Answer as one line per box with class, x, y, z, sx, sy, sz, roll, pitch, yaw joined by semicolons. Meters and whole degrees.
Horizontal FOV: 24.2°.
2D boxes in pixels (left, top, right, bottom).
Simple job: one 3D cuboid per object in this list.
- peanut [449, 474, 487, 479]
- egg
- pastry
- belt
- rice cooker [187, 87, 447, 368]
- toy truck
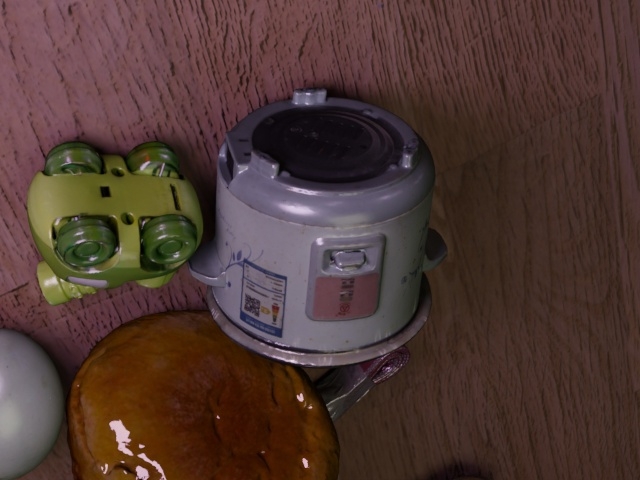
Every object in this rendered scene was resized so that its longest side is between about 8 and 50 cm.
peanut;0.183;0.426;2.279;0.256;0.123;0.124;-8;130;-22
egg;-0.368;0.189;1.708;0.149;0.149;0.192;-6;128;-27
pastry;-0.138;0.241;1.768;0.356;0.356;0.164;-7;157;-27
belt;0.023;0.208;2.038;0.232;0.053;0.071;-44;143;8
rice cooker;0.000;0.000;1.701;0.316;0.264;0.317;-10;127;-13
toy truck;-0.224;-0.007;1.645;0.187;0.148;0.211;-10;146;-11
